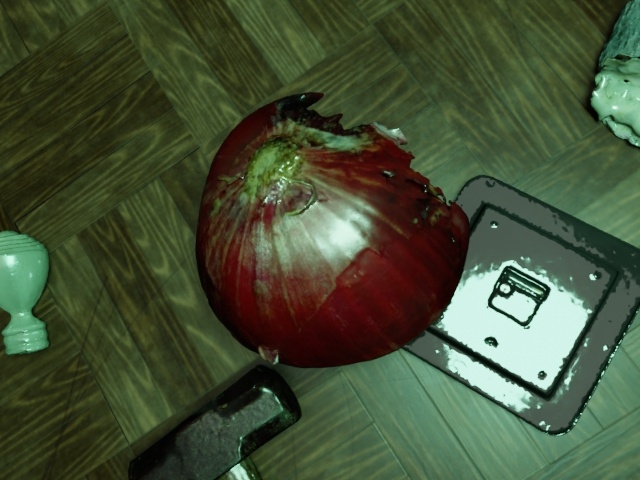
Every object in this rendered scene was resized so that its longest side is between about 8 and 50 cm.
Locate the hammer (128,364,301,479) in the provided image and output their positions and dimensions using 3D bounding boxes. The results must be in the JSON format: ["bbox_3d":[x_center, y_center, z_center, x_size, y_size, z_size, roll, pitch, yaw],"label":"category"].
[{"bbox_3d":[-0.066,0.400,0.781,0.242,0.095,0.409,-34,79,3],"label":"hammer"}]

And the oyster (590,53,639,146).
[{"bbox_3d":[0.450,-0.172,0.772,0.081,0.163,0.191,-41,116,-30],"label":"oyster"}]

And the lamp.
[{"bbox_3d":[-0.470,0.080,0.908,0.106,0.106,0.193,-10,88,9],"label":"lamp"}]

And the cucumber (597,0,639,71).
[{"bbox_3d":[0.432,-0.279,0.812,0.064,0.064,0.112,22,85,13],"label":"cucumber"}]

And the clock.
[{"bbox_3d":[0.264,0.079,0.791,0.279,0.049,0.273,29,88,14],"label":"clock"}]

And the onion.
[{"bbox_3d":[0.000,-0.001,0.718,0.341,0.341,0.341,-2,80,10],"label":"onion"}]
